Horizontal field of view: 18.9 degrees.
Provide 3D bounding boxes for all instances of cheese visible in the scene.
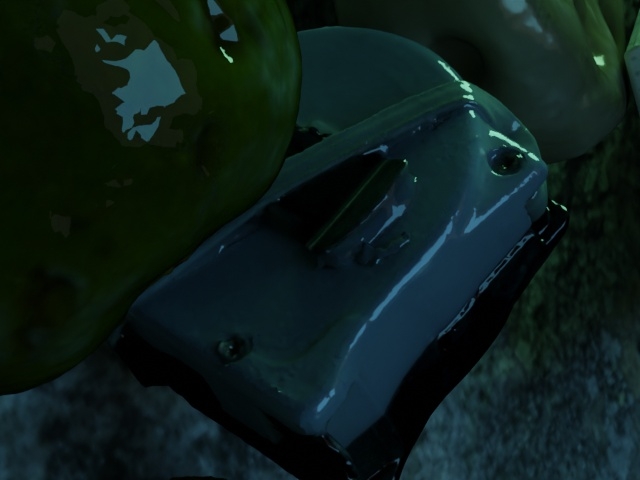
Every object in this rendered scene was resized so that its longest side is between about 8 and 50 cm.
[{"bbox_3d":[0.078,-0.137,0.937,0.235,0.117,0.218,22,59,-69],"label":"cheese"}]

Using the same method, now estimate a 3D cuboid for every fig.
[{"bbox_3d":[-0.143,-0.088,0.672,0.275,0.206,0.206,50,47,-4],"label":"fig"}]

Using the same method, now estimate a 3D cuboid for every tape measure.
[{"bbox_3d":[-0.003,-0.002,0.799,0.182,0.181,0.107,-54,143,-20],"label":"tape measure"}]

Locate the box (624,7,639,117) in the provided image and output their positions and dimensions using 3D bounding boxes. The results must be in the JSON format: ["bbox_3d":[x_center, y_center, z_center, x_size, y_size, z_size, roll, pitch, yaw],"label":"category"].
[{"bbox_3d":[0.245,-0.049,1.067,0.330,0.095,0.210,-55,130,-71],"label":"box"}]

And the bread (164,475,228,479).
[{"bbox_3d":[-0.039,0.181,0.814,0.125,0.086,0.156,41,59,-50],"label":"bread"}]
